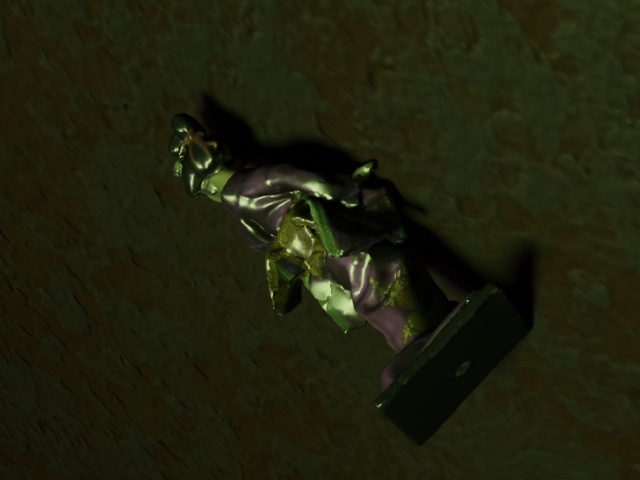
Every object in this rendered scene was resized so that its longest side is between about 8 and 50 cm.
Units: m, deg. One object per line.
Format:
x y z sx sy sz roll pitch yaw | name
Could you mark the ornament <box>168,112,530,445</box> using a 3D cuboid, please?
0.004 0.005 0.872 0.203 0.088 0.081 40 176 31 | ornament
